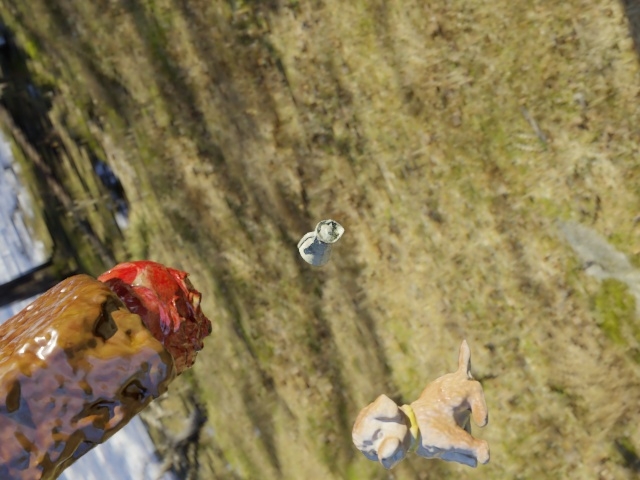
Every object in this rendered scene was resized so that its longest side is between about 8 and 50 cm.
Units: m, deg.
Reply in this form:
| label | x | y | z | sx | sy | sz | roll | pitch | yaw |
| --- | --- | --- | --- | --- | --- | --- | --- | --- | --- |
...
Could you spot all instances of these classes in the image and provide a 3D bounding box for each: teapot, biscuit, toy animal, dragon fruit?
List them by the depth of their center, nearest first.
| label | x | y | z | sx | sy | sz | roll | pitch | yaw |
| --- | --- | --- | --- | --- | --- | --- | --- | --- | --- |
| biscuit | -0.388 | 0.197 | 1.343 | 0.166 | 0.343 | 0.395 | 57 | 162 | -13 |
| toy animal | 0.132 | 0.229 | 1.407 | 0.104 | 0.185 | 0.183 | 98 | 169 | -65 |
| teapot | 0.000 | 0.000 | 1.663 | 0.083 | 0.067 | 0.057 | 126 | 137 | -53 |
| dragon fruit | -0.315 | 0.154 | 1.747 | 0.252 | 0.241 | 0.241 | -39 | 74 | 14 |
